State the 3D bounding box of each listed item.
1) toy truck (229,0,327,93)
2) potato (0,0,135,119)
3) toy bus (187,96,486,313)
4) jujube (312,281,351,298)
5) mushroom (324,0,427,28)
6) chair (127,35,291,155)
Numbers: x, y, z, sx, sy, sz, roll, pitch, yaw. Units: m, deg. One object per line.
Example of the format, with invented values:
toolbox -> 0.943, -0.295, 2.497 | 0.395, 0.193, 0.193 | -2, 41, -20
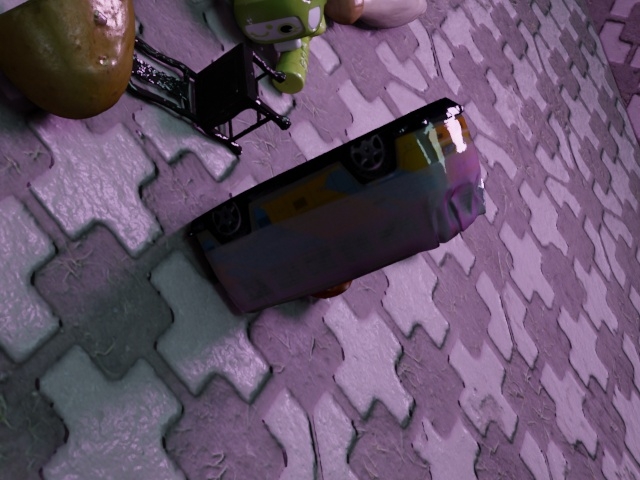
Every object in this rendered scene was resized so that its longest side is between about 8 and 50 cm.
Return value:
toy truck -> -0.055, -0.375, 1.600 | 0.187, 0.148, 0.210 | -73, 149, -50
potato -> -0.291, -0.224, 1.135 | 0.203, 0.178, 0.158 | -83, 152, -62
toy bus -> 0.033, -0.035, 1.229 | 0.162, 0.386, 0.171 | 63, 33, -6
jujube -> 0.000, 0.000, 1.418 | 0.112, 0.109, 0.176 | 1, 67, -18
mushroom -> 0.121, -0.494, 1.945 | 0.350, 0.128, 0.128 | -17, 80, -53
chair -> -0.160, -0.226, 1.361 | 0.229, 0.113, 0.106 | 30, 42, -44
